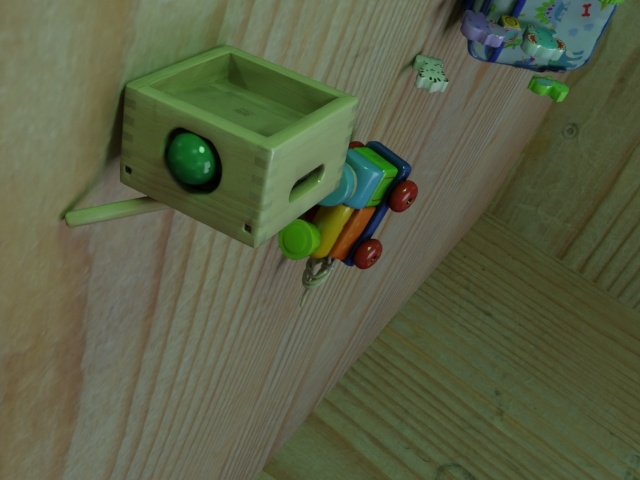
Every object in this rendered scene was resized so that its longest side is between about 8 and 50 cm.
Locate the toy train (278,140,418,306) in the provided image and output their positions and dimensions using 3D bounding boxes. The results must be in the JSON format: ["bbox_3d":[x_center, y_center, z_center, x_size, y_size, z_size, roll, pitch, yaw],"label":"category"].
[{"bbox_3d":[0.000,0.000,1.019,0.143,0.105,0.248,-11,136,-58],"label":"toy train"}]

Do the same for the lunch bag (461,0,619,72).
[{"bbox_3d":[0.278,-0.311,1.053,0.219,0.176,0.090,111,-18,-51],"label":"lunch bag"}]

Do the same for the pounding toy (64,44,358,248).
[{"bbox_3d":[-0.071,-0.053,0.563,0.141,0.130,0.100,-39,149,-50],"label":"pounding toy"}]

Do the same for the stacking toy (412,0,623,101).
[{"bbox_3d":[0.231,-0.243,1.019,0.167,0.221,0.052,112,-20,-49],"label":"stacking toy"}]
